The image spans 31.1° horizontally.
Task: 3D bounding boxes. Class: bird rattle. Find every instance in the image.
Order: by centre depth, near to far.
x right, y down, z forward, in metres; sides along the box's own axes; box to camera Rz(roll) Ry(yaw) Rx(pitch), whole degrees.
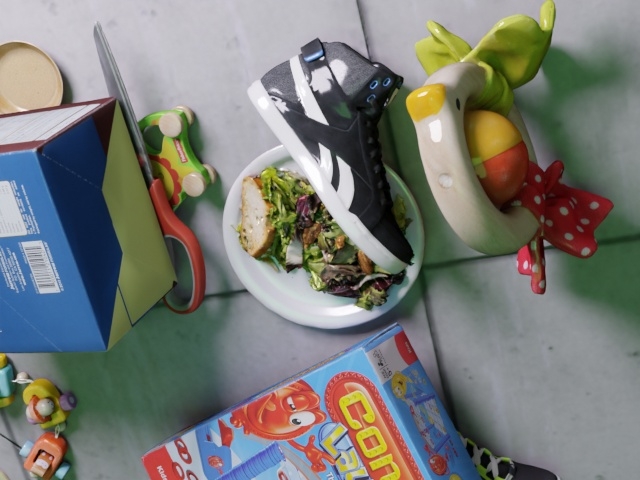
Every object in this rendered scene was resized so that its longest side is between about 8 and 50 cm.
[{"bbox_3d":[0.141,-0.066,0.975,0.143,0.207,0.254,-6,103,34],"label":"bird rattle"}]

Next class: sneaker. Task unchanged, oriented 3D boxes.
[{"bbox_3d":[0.042,-0.086,1.024,0.121,0.079,0.217,-38,88,10],"label":"sneaker"},{"bbox_3d":[0.127,0.228,1.158,0.234,0.084,0.097,2,112,11],"label":"sneaker"}]

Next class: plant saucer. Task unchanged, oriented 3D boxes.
[{"bbox_3d":[-0.287,-0.155,1.117,0.083,0.015,0.083,5,114,10],"label":"plant saucer"}]

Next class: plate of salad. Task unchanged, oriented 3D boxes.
[{"bbox_3d":[0.000,0.000,1.107,0.199,0.048,0.200,4,113,10],"label":"plate of salad"}]

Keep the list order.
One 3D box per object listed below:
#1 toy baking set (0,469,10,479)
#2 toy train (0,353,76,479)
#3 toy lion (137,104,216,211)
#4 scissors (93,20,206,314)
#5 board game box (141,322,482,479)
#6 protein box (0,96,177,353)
[{"bbox_3d":[-0.386,0.395,1.366,0.196,0.030,0.256,32,115,-3],"label":"toy baking set"},{"bbox_3d":[-0.339,0.198,1.263,0.166,0.046,0.125,36,115,-5],"label":"toy train"},{"bbox_3d":[-0.157,-0.074,1.120,0.096,0.034,0.100,-11,110,24],"label":"toy lion"},{"bbox_3d":[-0.161,-0.061,1.101,0.109,0.021,0.297,15,122,22],"label":"scissors"},{"bbox_3d":[0.014,0.284,1.133,0.302,0.086,0.308,-30,86,30],"label":"board game box"},{"bbox_3d":[-0.277,-0.010,1.088,0.201,0.136,0.200,-4,114,27],"label":"protein box"}]
